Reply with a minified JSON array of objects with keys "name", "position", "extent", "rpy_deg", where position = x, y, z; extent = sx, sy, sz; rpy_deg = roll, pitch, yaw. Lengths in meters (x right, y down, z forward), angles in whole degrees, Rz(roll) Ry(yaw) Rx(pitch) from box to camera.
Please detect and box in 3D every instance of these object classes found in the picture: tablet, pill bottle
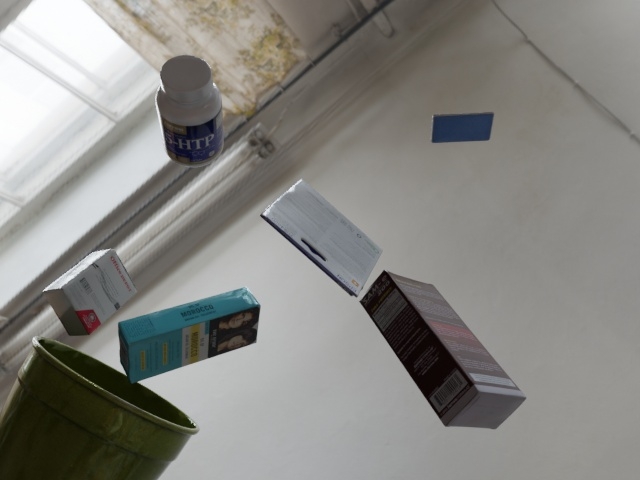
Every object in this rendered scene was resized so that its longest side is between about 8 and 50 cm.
[{"name":"tablet","position":[0.197,-0.157,0.892],"extent":[0.083,0.054,0.006],"rpy_deg":[-2,-127,4]},{"name":"pill bottle","position":[-0.227,-0.224,1.114],"extent":[0.112,0.186,0.111],"rpy_deg":[3,-120,-4]}]

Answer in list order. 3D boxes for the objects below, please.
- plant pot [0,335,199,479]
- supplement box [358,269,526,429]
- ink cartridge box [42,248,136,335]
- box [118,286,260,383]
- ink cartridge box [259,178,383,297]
[{"name":"plant pot","position":[-0.481,0.429,1.227],"extent":[0.367,0.366,0.352],"rpy_deg":[21,-105,34]},{"name":"supplement box","position":[0.170,0.155,0.928],"extent":[0.073,0.130,0.239],"rpy_deg":[-52,-134,20]},{"name":"ink cartridge box","position":[-0.452,0.101,1.269],"extent":[0.063,0.109,0.150],"rpy_deg":[-10,-155,31]},{"name":"box","position":[-0.231,0.166,1.145],"extent":[0.060,0.244,0.100],"rpy_deg":[47,-40,40]},{"name":"ink cartridge box","position":[0.000,0.000,1.179],"extent":[0.223,0.224,0.045],"rpy_deg":[42,-63,-1]}]
